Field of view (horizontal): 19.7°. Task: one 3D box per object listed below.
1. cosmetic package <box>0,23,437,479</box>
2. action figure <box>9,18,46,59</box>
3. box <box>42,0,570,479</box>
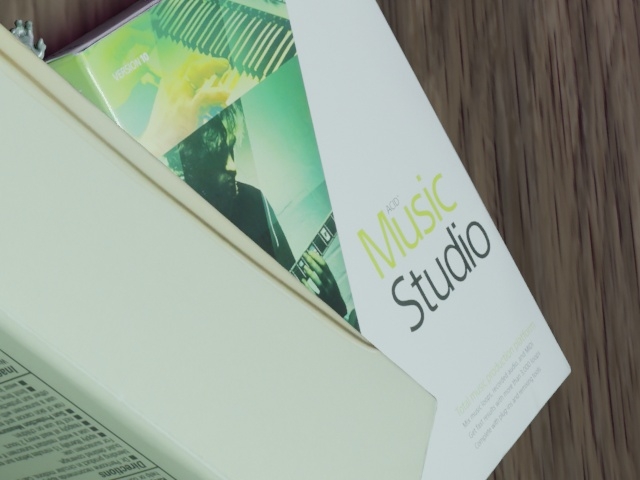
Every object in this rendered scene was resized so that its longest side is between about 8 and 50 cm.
[{"bbox_3d":[-0.112,0.045,0.771,0.309,0.160,0.113,41,48,-32],"label":"cosmetic package"},{"bbox_3d":[-0.149,-0.059,0.829,0.232,0.063,0.137,52,11,-31],"label":"action figure"},{"bbox_3d":[0.000,0.000,0.989,0.232,0.058,0.322,-43,108,-47],"label":"box"}]
